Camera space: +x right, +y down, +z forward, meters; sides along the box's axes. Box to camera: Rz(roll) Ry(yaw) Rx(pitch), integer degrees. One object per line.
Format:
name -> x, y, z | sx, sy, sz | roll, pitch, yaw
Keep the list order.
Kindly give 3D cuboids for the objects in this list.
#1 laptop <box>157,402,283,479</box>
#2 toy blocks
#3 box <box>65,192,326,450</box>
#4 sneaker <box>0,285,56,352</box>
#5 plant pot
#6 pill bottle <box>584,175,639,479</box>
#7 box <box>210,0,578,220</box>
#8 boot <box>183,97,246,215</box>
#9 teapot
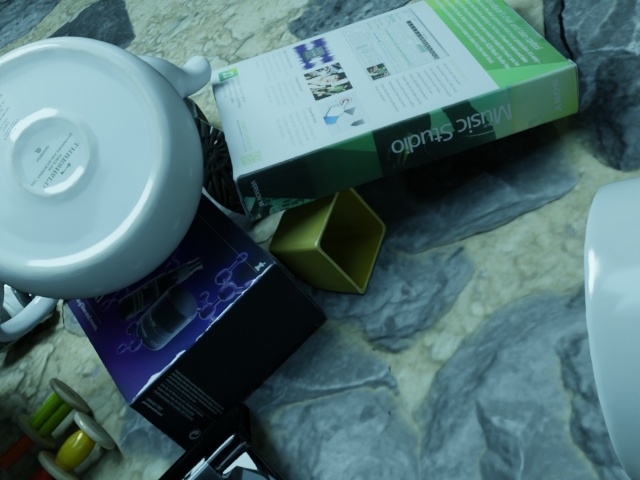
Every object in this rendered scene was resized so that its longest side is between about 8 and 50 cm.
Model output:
laptop -> -0.110, 0.341, 0.589 | 0.382, 0.236, 0.408 | -45, 0, -8
toy blocks -> -0.289, 0.226, 0.877 | 0.148, 0.054, 0.123 | -48, 42, -8
box -> -0.144, 0.054, 0.889 | 0.184, 0.103, 0.261 | -43, 40, -7
sneaker -> -0.430, 0.045, 1.114 | 0.108, 0.100, 0.271 | -46, 41, 2
plant pot -> 0.000, 0.000, 0.846 | 0.083, 0.081, 0.081 | -7, 50, 40
pill bottle -> 0.355, 0.030, 0.440 | 0.392, 0.224, 0.224 | -9, 50, 31
box -> 0.058, -0.149, 0.870 | 0.322, 0.058, 0.232 | -19, 37, 0
boot -> -0.142, -0.114, 1.035 | 0.076, 0.190, 0.208 | -48, 15, -3
teapot -> -0.220, -0.053, 0.831 | 0.256, 0.187, 0.252 | -13, 79, 4
